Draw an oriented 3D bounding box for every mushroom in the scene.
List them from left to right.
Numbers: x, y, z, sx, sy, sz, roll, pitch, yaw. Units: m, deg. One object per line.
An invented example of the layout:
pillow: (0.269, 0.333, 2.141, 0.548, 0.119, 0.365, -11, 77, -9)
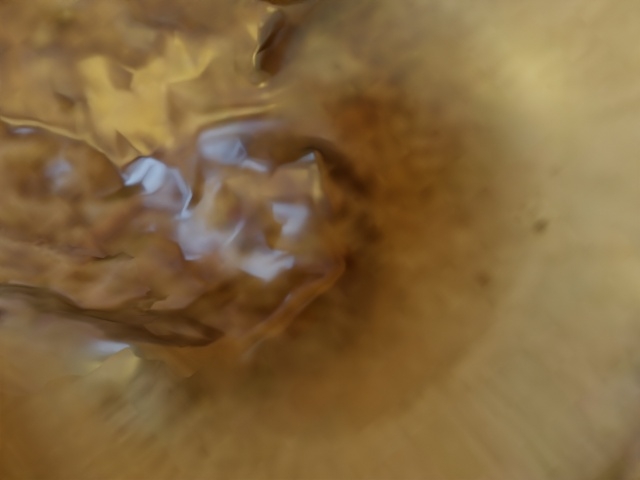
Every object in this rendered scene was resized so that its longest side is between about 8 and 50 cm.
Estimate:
mushroom: (0.000, 0.000, 0.493, 0.345, 0.345, 0.259, 58, 18, 16)
